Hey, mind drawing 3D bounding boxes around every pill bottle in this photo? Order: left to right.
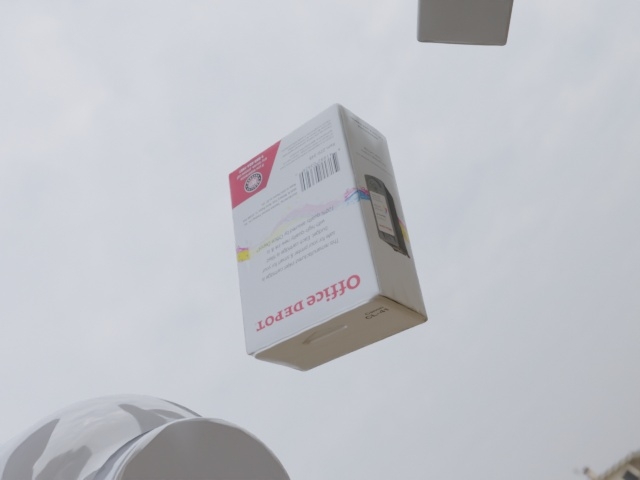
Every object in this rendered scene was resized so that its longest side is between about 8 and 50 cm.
[{"bbox_3d":[-0.122,0.163,0.387,0.146,0.146,0.264,-20,-9,-47],"label":"pill bottle"}]

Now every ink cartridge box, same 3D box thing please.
[{"bbox_3d":[0.000,0.000,1.079,0.226,0.306,0.131,-27,-33,29],"label":"ink cartridge box"},{"bbox_3d":[0.141,-0.306,0.706,0.153,0.087,0.208,81,-163,-57],"label":"ink cartridge box"}]
